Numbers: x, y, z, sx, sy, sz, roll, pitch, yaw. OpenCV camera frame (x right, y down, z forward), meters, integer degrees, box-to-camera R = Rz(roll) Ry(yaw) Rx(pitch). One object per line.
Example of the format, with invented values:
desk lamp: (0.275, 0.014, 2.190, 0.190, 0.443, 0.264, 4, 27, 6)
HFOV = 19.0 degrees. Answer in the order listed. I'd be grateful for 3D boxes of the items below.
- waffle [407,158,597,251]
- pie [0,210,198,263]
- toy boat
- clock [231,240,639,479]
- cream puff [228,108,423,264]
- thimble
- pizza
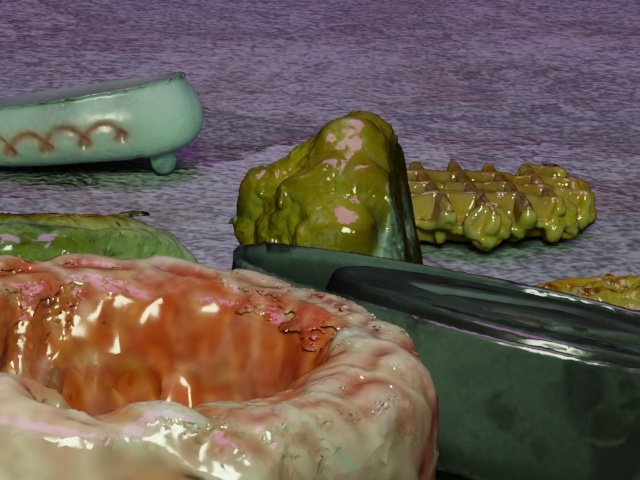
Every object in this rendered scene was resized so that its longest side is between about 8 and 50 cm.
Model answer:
waffle: (0.108, -0.029, 1.404, 0.161, 0.046, 0.192, 17, 21, 39)
pie: (-0.219, 0.018, 1.088, 0.303, 0.066, 0.302, -2, 1, 0)
toy boat: (-0.194, -0.084, 1.528, 0.208, 0.078, 0.134, -6, 8, 7)
clock: (0.107, 0.065, 0.915, 0.319, 0.066, 0.319, 13, 5, -1)
cream puff: (0.000, 0.000, 1.155, 0.116, 0.146, 0.146, -12, 14, 10)
thimble: (-0.072, 0.106, 0.722, 0.239, 0.162, 0.239, 5, 14, -1)
pizza: (0.189, 0.042, 1.208, 0.123, 0.026, 0.108, -6, 20, -28)
